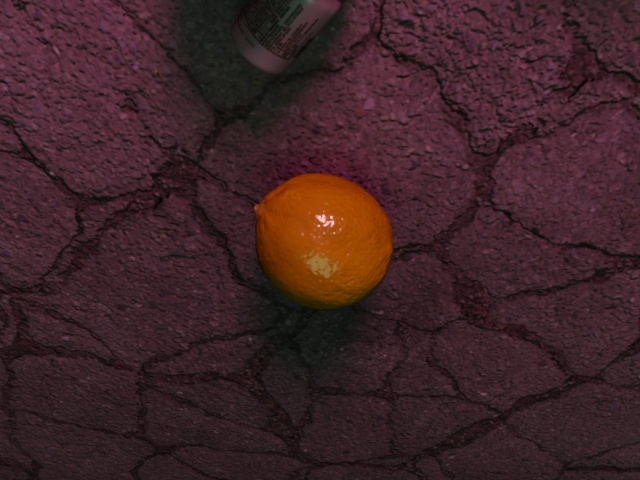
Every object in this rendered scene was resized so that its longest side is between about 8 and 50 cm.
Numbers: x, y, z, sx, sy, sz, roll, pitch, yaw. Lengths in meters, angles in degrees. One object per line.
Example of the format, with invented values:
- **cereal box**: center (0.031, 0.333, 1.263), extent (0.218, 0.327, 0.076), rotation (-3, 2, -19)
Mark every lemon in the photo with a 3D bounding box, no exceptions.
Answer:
- **lemon**: center (0.000, 0.000, 0.882), extent (0.203, 0.178, 0.178), rotation (25, 131, -21)

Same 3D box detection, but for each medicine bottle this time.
- **medicine bottle**: center (-0.027, -0.252, 0.705), extent (0.079, 0.079, 0.140), rotation (32, 128, -24)
